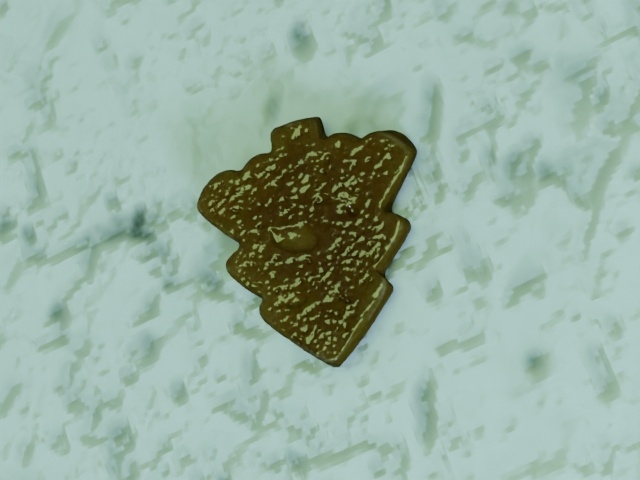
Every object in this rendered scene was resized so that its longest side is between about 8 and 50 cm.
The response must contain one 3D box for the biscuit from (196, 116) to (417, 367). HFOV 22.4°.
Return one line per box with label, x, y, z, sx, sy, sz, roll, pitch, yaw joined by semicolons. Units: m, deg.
biscuit;0.000;0.000;0.569;0.082;0.016;0.092;-17;73;12
